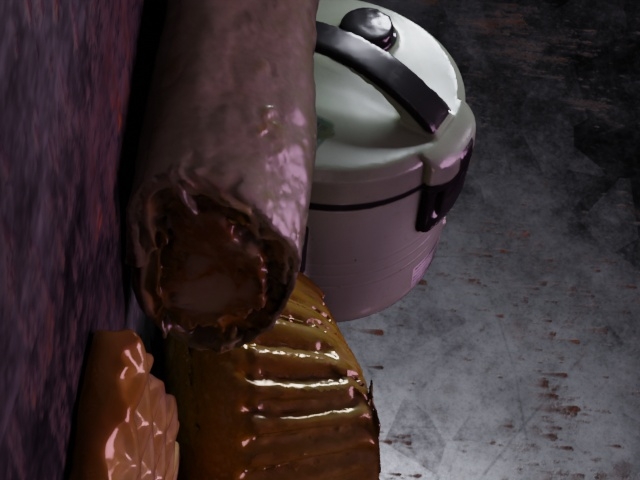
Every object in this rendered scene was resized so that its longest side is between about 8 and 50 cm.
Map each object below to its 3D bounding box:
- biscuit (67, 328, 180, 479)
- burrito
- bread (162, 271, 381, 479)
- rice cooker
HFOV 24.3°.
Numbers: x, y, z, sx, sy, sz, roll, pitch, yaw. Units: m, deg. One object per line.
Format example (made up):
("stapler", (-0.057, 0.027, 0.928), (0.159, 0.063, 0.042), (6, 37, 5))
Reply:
("biscuit", (-0.114, 0.190, 0.866), (0.309, 0.040, 0.204), (95, 2, -64))
("burrito", (-0.052, -0.091, 0.887), (0.143, 0.105, 0.299), (110, -14, -75))
("bread", (-0.045, 0.113, 1.079), (0.240, 0.139, 0.239), (173, -90, -80))
("rice cooker", (0.004, -0.067, 1.188), (0.244, 0.226, 0.226), (99, -2, -46))
